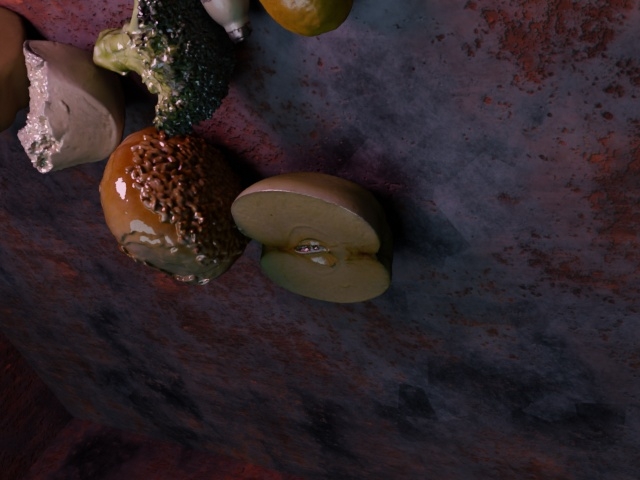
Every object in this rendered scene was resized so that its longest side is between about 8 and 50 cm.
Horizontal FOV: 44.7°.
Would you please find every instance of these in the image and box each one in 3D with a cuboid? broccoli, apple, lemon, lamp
[{"bbox_3d":[-0.349,-0.383,1.685,0.397,0.275,0.353,-30,65,44],"label":"broccoli"},{"bbox_3d":[0.000,0.000,1.782,0.360,0.320,0.311,3,94,28],"label":"apple"},{"bbox_3d":[-0.035,-0.464,1.403,0.207,0.170,0.170,47,141,-8],"label":"lemon"},{"bbox_3d":[-0.200,-0.510,1.525,0.101,0.101,0.250,-6,116,41],"label":"lamp"}]

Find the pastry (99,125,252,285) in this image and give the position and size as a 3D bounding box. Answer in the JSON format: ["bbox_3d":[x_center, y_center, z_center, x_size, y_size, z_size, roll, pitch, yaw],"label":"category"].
[{"bbox_3d":[-0.326,-0.095,1.863,0.245,0.409,0.409,-31,109,32],"label":"pastry"}]

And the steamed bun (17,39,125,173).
[{"bbox_3d":[-0.601,-0.341,1.844,0.272,0.274,0.290,93,160,-45],"label":"steamed bun"}]

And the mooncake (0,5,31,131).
[{"bbox_3d":[-0.903,-0.426,1.951,0.378,0.378,0.200,26,146,13],"label":"mooncake"}]
